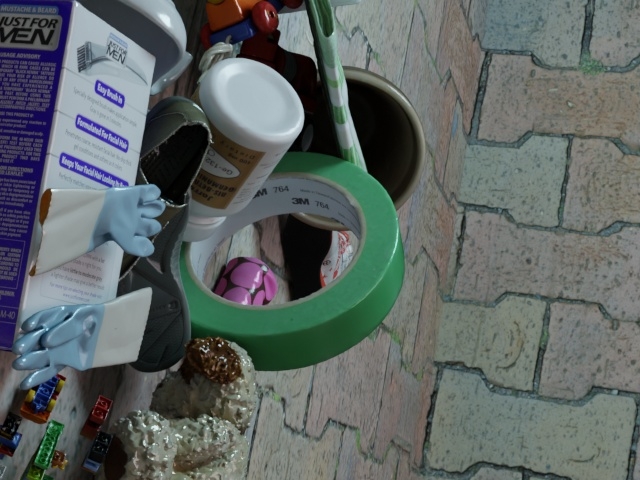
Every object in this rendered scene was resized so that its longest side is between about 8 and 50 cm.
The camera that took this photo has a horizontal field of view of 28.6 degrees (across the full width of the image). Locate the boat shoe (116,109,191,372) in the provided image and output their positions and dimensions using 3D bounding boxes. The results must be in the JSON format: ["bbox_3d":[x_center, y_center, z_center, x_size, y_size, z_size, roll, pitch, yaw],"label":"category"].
[{"bbox_3d":[-0.218,-0.003,1.492,0.103,0.118,0.320,35,-46,57],"label":"boat shoe"}]

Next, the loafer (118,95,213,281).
[{"bbox_3d":[-0.202,-0.048,1.374,0.094,0.087,0.251,33,85,-27],"label":"loafer"}]

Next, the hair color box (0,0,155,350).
[{"bbox_3d":[-0.274,-0.054,1.264,0.185,0.110,0.339,29,69,-70],"label":"hair color box"}]

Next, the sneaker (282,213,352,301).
[{"bbox_3d":[-0.001,0.000,2.209,0.145,0.090,0.270,-66,159,-48],"label":"sneaker"}]

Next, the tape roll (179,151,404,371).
[{"bbox_3d":[-0.053,0.021,1.642,0.077,0.321,0.321,75,26,-47],"label":"tape roll"}]

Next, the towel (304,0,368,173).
[{"bbox_3d":[0.017,-0.239,1.722,0.325,0.038,0.248,77,1,-51],"label":"towel"}]

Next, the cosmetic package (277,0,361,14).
[{"bbox_3d":[-0.028,-0.487,1.796,0.225,0.138,0.224,73,14,-55],"label":"cosmetic package"}]

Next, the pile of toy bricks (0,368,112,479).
[{"bbox_3d":[-0.300,0.242,1.316,0.105,0.118,0.212,-57,-169,35],"label":"pile of toy bricks"}]

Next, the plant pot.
[{"bbox_3d":[0.031,-0.170,2.057,0.229,0.263,0.263,-94,-176,-72],"label":"plant pot"}]

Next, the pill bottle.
[{"bbox_3d":[-0.126,-0.103,1.543,0.229,0.131,0.131,-51,-170,43],"label":"pill bottle"}]

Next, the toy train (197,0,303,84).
[{"bbox_3d":[-0.127,-0.309,1.572,0.143,0.105,0.248,61,34,-19],"label":"toy train"}]

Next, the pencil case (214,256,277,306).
[{"bbox_3d":[-0.125,0.127,1.844,0.098,0.095,0.209,45,46,-29],"label":"pencil case"}]

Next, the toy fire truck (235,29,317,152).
[{"bbox_3d":[-0.086,-0.262,1.789,0.217,0.158,0.246,0,106,-73],"label":"toy fire truck"}]

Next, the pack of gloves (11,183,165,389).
[{"bbox_3d":[-0.232,0.036,1.215,0.232,0.046,0.195,-9,116,-68],"label":"pack of gloves"}]

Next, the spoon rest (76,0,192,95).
[{"bbox_3d":[-0.204,-0.226,1.431,0.084,0.137,0.276,-64,173,-6],"label":"spoon rest"}]

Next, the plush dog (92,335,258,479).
[{"bbox_3d":[-0.141,0.223,1.479,0.262,0.210,0.225,127,-19,-68],"label":"plush dog"}]
